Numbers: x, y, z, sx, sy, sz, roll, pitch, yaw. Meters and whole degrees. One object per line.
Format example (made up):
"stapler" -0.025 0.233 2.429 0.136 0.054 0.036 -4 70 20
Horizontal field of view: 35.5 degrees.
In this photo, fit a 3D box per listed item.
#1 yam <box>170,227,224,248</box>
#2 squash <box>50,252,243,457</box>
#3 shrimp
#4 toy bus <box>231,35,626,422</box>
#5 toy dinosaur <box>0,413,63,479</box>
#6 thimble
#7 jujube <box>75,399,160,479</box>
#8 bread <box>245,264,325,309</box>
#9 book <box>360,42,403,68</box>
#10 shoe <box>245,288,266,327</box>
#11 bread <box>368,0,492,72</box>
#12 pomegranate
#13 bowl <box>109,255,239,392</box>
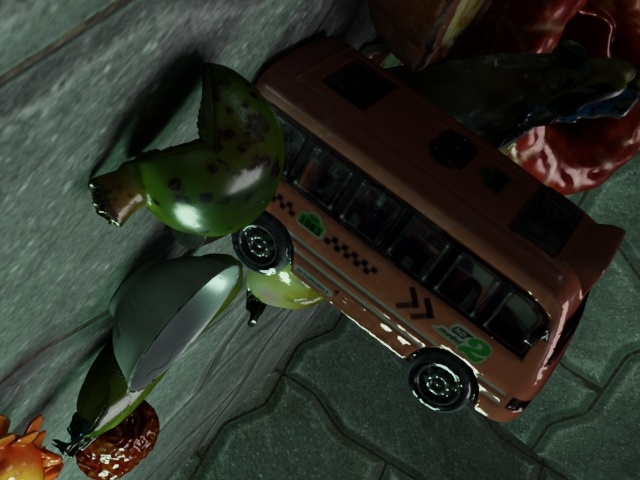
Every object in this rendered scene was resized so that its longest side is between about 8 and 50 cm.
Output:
"yam" -0.122 -0.028 1.154 0.054 0.054 0.132 -54 171 25
"squash" -0.217 0.136 1.257 0.331 0.087 0.087 -51 174 -22
"shrimp" 0.160 -0.130 1.193 0.446 0.221 0.109 -11 -137 37
"toy bus" 0.100 -0.020 1.080 0.203 0.427 0.233 -42 166 -53
"toy dinosaur" -0.338 0.231 1.050 0.117 0.070 0.288 -45 160 4
"thimble" 0.301 -0.245 1.345 0.350 0.231 0.350 -19 122 -33
"jujube" -0.307 0.295 1.489 0.112 0.109 0.176 -2 153 -31
"bread" -0.009 0.009 1.668 0.260 0.158 0.156 -54 169 10
"book" 0.060 -0.218 1.437 0.162 0.022 0.232 -52 173 24
"shoe" -0.111 0.076 1.822 0.071 0.049 0.179 -52 -166 58
"bread" 0.148 -0.320 1.053 0.190 0.123 0.244 -47 173 -38
"pomegranate" -0.100 -0.058 0.843 0.169 0.122 0.143 -51 -157 -16
"bowl" -0.186 0.077 1.155 0.189 0.086 0.189 -50 171 -11
